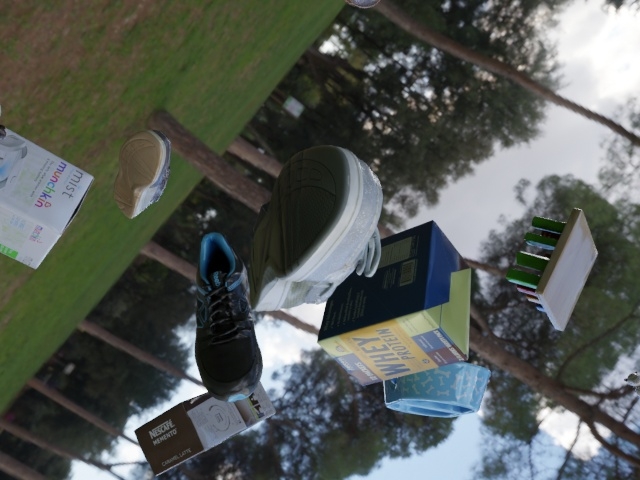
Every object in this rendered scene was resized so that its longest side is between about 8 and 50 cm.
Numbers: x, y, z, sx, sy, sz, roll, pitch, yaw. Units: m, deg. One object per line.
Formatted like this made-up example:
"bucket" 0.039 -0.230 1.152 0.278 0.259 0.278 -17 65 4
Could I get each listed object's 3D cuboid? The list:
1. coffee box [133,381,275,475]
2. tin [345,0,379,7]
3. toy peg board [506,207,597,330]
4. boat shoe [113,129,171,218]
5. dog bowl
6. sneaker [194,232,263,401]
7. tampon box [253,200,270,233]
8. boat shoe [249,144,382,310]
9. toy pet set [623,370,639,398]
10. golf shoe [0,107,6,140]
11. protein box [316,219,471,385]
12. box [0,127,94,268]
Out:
"coffee box" -0.221 0.358 1.319 0.141 0.098 0.246 -34 167 24
"tin" 0.108 -0.545 1.318 0.189 0.106 0.040 -48 -140 -9
"toy peg board" 0.394 0.045 1.142 0.079 0.160 0.161 19 -107 39
"boat shoe" -0.372 -0.151 1.434 0.092 0.103 0.285 -38 172 -39
"dog bowl" 0.208 0.281 1.249 0.297 0.166 0.074 112 -13 -71
"sneaker" -0.191 0.138 1.255 0.139 0.125 0.340 81 -6 -51
"tampon box" -0.051 -0.048 1.503 0.161 0.101 0.120 -31 164 -28
"boat shoe" 0.000 0.003 0.673 0.320 0.103 0.118 126 -35 -63
"toy pet set" 0.405 0.140 0.771 0.122 0.114 0.065 -34 -130 -1
"golf shoe" -0.229 -0.053 0.385 0.094 0.198 0.077 -34 149 -5
"protein box" 0.128 0.106 1.112 0.201 0.136 0.199 -22 -144 32
"box" -0.542 -0.080 1.139 0.262 0.231 0.126 -25 -142 55
